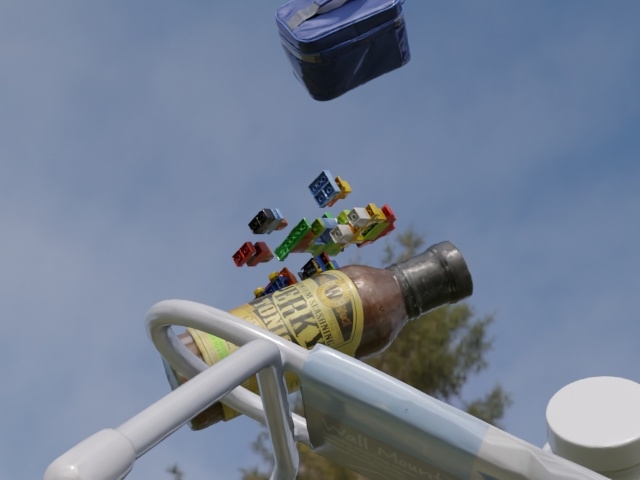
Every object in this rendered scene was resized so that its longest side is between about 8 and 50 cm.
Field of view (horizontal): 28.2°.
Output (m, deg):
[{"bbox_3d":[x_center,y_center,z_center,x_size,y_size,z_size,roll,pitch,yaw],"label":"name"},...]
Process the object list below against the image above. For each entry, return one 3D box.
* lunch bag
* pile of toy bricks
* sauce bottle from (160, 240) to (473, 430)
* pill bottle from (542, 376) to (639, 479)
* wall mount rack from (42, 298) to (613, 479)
[{"bbox_3d":[0.020,-0.159,0.956,0.098,0.067,0.065,-28,-46,-10],"label":"lunch bag"},{"bbox_3d":[0.000,0.000,1.513,0.105,0.118,0.212,1,-38,-49],"label":"pile of toy bricks"},{"bbox_3d":[-0.001,0.092,1.384,0.344,0.111,0.111,-24,-40,-14],"label":"sauce bottle"},{"bbox_3d":[0.249,0.229,1.086,0.124,0.124,0.221,-3,-59,15],"label":"pill bottle"},{"bbox_3d":[0.046,0.130,0.512,0.350,0.130,0.304,23,-22,14],"label":"wall mount rack"}]
